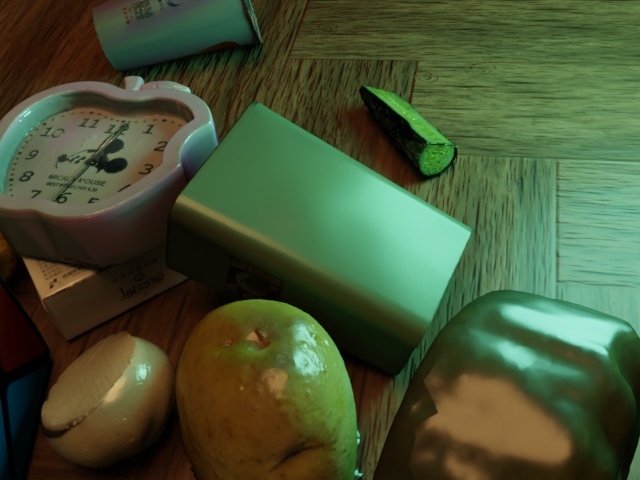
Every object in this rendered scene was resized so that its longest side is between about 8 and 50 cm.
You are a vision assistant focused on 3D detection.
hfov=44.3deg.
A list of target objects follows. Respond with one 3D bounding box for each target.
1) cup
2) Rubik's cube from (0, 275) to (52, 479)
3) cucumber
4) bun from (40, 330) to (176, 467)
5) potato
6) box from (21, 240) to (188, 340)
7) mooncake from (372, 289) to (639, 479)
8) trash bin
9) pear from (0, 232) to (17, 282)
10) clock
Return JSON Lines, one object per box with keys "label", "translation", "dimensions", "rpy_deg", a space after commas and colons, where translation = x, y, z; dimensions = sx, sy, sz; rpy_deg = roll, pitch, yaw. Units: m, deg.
{"label": "cup", "translation": [-0.275, -0.432, 1.509], "dimensions": [0.289, 0.203, 0.203], "rpy_deg": [-17, 48, 2]}
{"label": "Rubik's cube", "translation": [-0.503, 0.181, 0.955], "dimensions": [0.250, 0.246, 0.248], "rpy_deg": [-8, 48, 3]}
{"label": "cucumber", "translation": [0.135, -0.184, 1.300], "dimensions": [0.078, 0.062, 0.211], "rpy_deg": [3, 32, -35]}
{"label": "bun", "translation": [-0.250, 0.208, 0.972], "dimensions": [0.173, 0.120, 0.173], "rpy_deg": [-31, 25, 16]}
{"label": "potato", "translation": [-0.062, 0.180, 0.911], "dimensions": [0.243, 0.242, 0.285], "rpy_deg": [-14, 46, -3]}
{"label": "box", "translation": [-0.307, -0.001, 1.173], "dimensions": [0.260, 0.111, 0.194], "rpy_deg": [-29, 51, -14]}
{"label": "mooncake", "translation": [0.180, 0.225, 0.735], "dimensions": [0.194, 0.356, 0.356], "rpy_deg": [19, 55, 21]}
{"label": "trash bin", "translation": [0.000, 0.000, 1.028], "dimensions": [0.343, 0.158, 0.223], "rpy_deg": [27, 56, 7]}
{"label": "pear", "translation": [-0.543, 0.023, 1.169], "dimensions": [0.178, 0.178, 0.178], "rpy_deg": [-5, 49, 5]}
{"label": "clock", "translation": [-0.318, -0.112, 1.136], "dimensions": [0.339, 0.102, 0.338], "rpy_deg": [-5, 45, 5]}
